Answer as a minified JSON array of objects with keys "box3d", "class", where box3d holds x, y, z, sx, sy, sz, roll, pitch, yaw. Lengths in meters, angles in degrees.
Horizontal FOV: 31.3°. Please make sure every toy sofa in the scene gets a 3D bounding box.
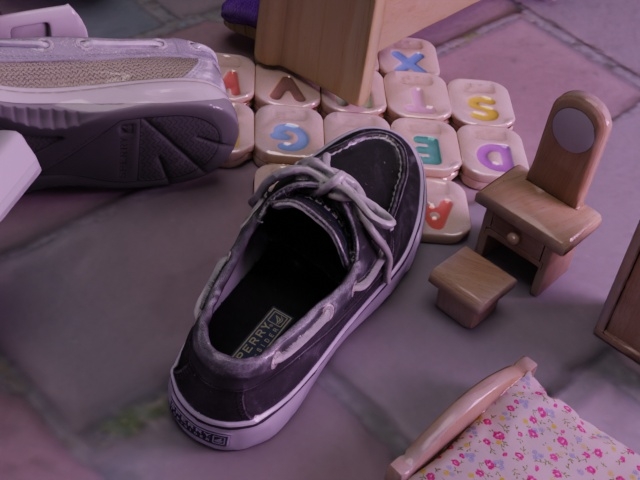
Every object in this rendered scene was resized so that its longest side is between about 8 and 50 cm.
[{"box3d":[0.083,-0.276,1.051,0.177,0.150,0.362,33,44,26],"class":"toy sofa"}]

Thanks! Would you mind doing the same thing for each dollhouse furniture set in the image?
[{"box3d":[0.143,0.079,0.674,0.303,0.174,0.355,36,48,26],"class":"dollhouse furniture set"}]

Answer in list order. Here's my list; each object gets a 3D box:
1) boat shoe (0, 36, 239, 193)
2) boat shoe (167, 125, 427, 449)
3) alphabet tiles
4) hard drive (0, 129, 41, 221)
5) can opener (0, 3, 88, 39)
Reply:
[{"box3d":[-0.222,-0.102,0.832,0.320,0.118,0.103,-4,52,-17],"class":"boat shoe"},{"box3d":[-0.004,-0.002,0.771,0.113,0.105,0.306,30,48,14],"class":"boat shoe"},{"box3d":[0.028,-0.103,0.963,0.284,0.021,0.278,5,43,-6],"class":"alphabet tiles"},{"box3d":[-0.307,0.056,0.637,0.203,0.040,0.307,-11,33,28],"class":"hard drive"},{"box3d":[-0.304,-0.117,0.874,0.283,0.076,0.095,-17,48,-25],"class":"can opener"}]
